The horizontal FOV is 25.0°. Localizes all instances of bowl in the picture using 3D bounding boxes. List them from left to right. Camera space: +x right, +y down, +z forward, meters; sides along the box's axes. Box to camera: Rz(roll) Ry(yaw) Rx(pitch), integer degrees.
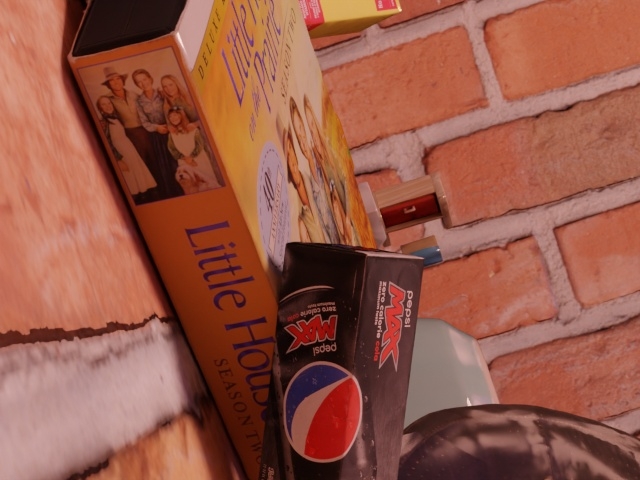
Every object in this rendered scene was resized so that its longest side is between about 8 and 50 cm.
[{"bbox_3d":[0.083,0.191,1.243,0.311,0.163,0.311,-17,90,-88],"label":"bowl"}]

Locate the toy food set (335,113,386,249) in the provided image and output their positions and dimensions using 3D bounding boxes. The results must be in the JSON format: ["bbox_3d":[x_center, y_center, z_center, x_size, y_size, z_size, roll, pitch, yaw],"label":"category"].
[{"bbox_3d":[0.000,0.000,1.268,0.232,0.111,0.104,-108,178,-47],"label":"toy food set"}]

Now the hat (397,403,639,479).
[{"bbox_3d":[0.131,0.254,0.872,0.134,0.331,0.331,-49,-132,45],"label":"hat"}]

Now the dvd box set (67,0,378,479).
[{"bbox_3d":[-0.027,-0.012,0.899,0.307,0.062,0.420,-85,160,-55],"label":"dvd box set"}]

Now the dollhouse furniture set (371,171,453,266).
[{"bbox_3d":[0.058,0.010,1.571,0.129,0.184,0.129,66,7,-63],"label":"dollhouse furniture set"}]

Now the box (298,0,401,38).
[{"bbox_3d":[-0.032,-0.212,1.213,0.232,0.058,0.087,-15,88,-49],"label":"box"}]

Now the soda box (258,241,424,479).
[{"bbox_3d":[0.008,0.087,0.752,0.060,0.053,0.169,3,94,-54],"label":"soda box"}]
